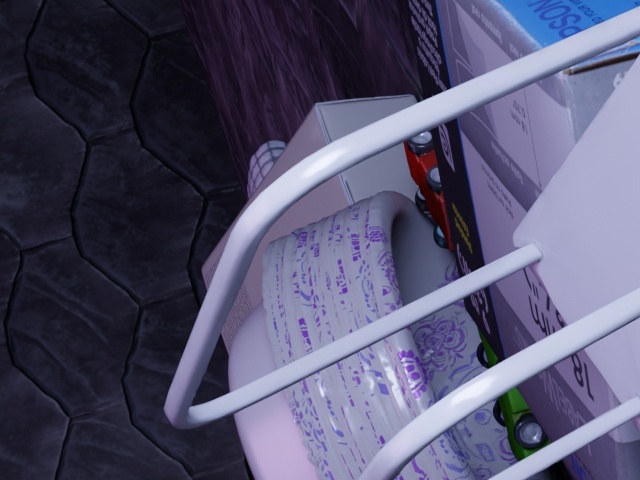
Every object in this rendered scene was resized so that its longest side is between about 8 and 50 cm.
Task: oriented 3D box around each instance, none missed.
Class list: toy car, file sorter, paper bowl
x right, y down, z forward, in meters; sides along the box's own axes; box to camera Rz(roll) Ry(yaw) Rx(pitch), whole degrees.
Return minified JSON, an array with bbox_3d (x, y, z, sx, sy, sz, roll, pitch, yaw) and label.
[{"bbox_3d":[0.120,0.034,1.189,0.239,0.053,0.225,-137,31,-79],"label":"toy car"},{"bbox_3d":[0.106,0.096,0.511,0.277,0.173,0.193,57,156,16],"label":"file sorter"},{"bbox_3d":[0.042,0.121,1.256,0.284,0.148,0.284,59,-164,-28],"label":"paper bowl"}]

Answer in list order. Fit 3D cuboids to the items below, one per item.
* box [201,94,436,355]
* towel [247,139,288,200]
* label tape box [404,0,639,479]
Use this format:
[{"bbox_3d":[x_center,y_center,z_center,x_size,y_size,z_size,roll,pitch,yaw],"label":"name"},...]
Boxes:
[{"bbox_3d":[0.000,0.000,1.505,0.275,0.094,0.113,-49,55,54],"label":"box"},{"bbox_3d":[0.026,0.063,1.801,0.235,0.121,0.283,-117,14,-50],"label":"towel"},{"bbox_3d":[0.134,0.023,0.807,0.240,0.106,0.333,-118,13,-62],"label":"label tape box"}]
